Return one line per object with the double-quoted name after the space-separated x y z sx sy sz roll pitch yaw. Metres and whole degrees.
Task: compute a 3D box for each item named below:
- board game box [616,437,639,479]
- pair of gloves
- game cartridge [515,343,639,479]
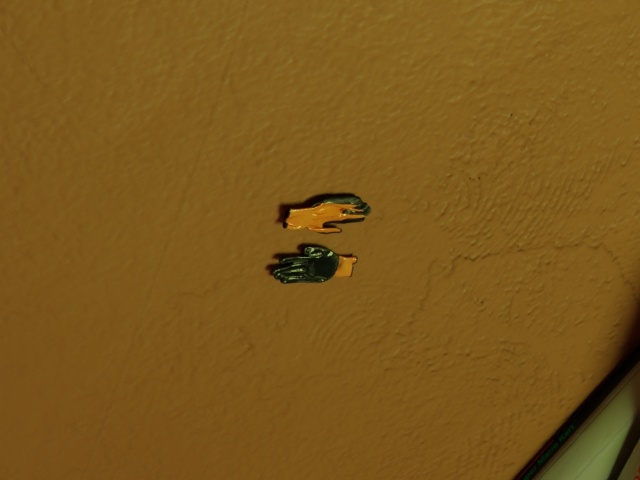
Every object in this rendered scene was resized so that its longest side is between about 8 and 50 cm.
0.438 0.172 1.529 0.318 0.066 0.319 -3 132 -27 "board game box"
0.000 0.000 1.289 0.074 0.010 0.083 -5 130 -27 "pair of gloves"
0.329 0.200 1.596 0.230 0.068 0.355 28 110 -36 "game cartridge"
